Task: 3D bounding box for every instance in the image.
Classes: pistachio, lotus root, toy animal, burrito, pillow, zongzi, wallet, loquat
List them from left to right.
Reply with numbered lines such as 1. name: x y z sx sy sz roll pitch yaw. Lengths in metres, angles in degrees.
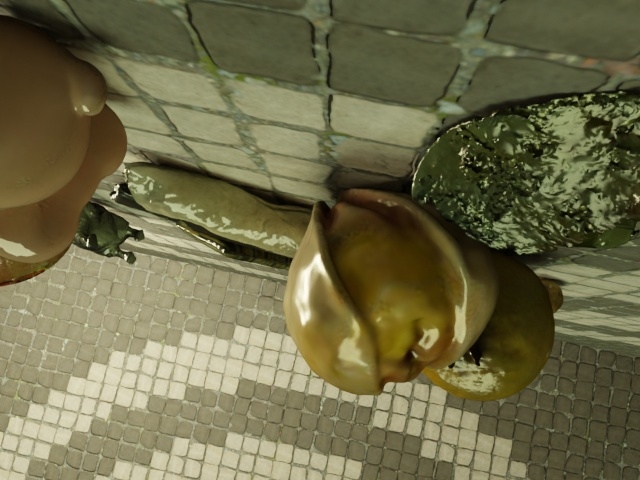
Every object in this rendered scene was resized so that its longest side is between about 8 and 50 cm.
1. toy animal: -0.247 -0.073 0.404 0.171 0.171 0.197 15 168 -19
2. toy animal: -0.539 -0.050 1.110 0.168 0.106 0.343 15 168 34
3. wallet: -0.188 -0.031 0.873 0.321 0.044 0.170 17 -179 -25
4. pillow: -0.159 0.009 1.045 0.212 0.052 0.208 13 -172 -44
5. burrito: -0.084 -0.028 0.734 0.392 0.076 0.117 18 175 -22
6. pistachio: 0.061 0.046 0.569 0.229 0.230 0.309 12 176 1
7. loquat: 0.221 0.119 0.758 0.243 0.244 0.244 12 171 2
8. lotus root: 0.398 0.103 0.929 0.072 0.063 0.152 -18 156 12
9. zongzi: 0.203 -0.023 0.458 0.109 0.055 0.119 12 -178 -4

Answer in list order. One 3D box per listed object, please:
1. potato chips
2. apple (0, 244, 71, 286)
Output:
1. potato chips: 0.148 -0.035 0.356 0.209 0.026 0.142 17 145 41
2. apple: -0.408 -0.045 0.633 0.211 0.211 0.188 14 169 -13
